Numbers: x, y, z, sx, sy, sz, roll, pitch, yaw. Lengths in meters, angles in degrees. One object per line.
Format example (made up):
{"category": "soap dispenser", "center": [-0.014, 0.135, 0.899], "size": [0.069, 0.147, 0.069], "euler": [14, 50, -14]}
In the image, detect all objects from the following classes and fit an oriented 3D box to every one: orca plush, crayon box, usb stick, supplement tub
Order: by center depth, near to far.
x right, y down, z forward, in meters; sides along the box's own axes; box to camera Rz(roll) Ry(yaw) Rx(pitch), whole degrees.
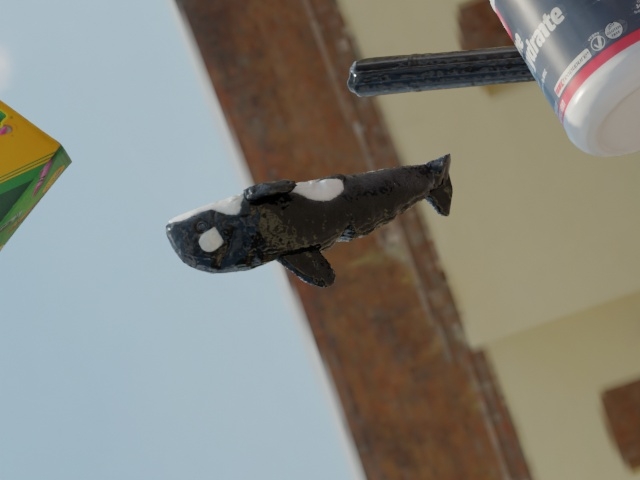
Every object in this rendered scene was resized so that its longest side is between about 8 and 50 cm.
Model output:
{"category": "orca plush", "center": [0.000, 0.000, 1.739], "size": [0.151, 0.287, 0.102], "euler": [140, 118, -65]}
{"category": "supplement tub", "center": [0.291, -0.242, 1.853], "size": [0.272, 0.191, 0.191], "euler": [64, -175, 26]}
{"category": "usb stick", "center": [0.169, -0.196, 2.027], "size": [0.077, 0.278, 0.045], "euler": [-4, -90, -72]}
{"category": "crayon box", "center": [-0.470, -0.122, 2.208], "size": [0.278, 0.165, 0.081], "euler": [35, 170, 9]}
